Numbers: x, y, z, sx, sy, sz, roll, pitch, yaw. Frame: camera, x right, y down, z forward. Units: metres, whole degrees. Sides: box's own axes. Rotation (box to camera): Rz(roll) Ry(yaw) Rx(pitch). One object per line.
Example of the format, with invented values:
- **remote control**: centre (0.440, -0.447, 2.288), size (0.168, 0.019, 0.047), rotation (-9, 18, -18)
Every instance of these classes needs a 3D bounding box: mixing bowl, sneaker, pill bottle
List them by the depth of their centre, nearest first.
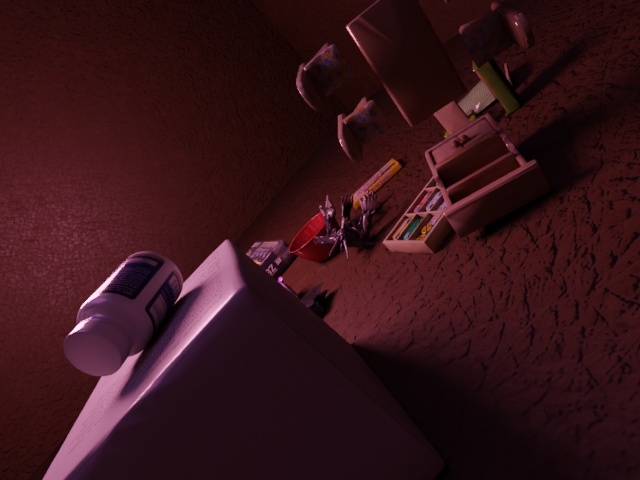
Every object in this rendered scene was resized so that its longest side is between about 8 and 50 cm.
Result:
- **pill bottle**: centre (-0.256, 0.093, 0.569), size (0.094, 0.094, 0.169), rotation (-39, 17, 22)
- **sneaker**: centre (-0.033, 0.176, 1.048), size (0.089, 0.051, 0.170), rotation (-23, 25, 23)
- **mixing bowl**: centre (0.000, 0.000, 1.328), size (0.181, 0.098, 0.181), rotation (-42, 16, 15)

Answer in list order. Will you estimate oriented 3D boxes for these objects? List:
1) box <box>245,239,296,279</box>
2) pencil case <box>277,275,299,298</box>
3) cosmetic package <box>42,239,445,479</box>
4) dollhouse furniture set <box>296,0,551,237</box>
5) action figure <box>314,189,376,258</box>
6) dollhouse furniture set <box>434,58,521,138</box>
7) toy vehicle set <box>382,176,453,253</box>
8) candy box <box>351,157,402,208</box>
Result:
- **box**: centre (-0.279, 0.139, 1.701), size (0.318, 0.097, 0.395), rotation (-52, 17, -15)
- **pencil case**: centre (-0.153, 0.207, 1.232), size (0.206, 0.088, 0.086), rotation (-48, 18, -10)
- **cosmetic package**: centre (-0.117, 0.241, 0.624), size (0.329, 0.327, 0.393), rotation (-47, 15, -3)
- **dollhouse furniture set**: centre (0.208, -0.242, 0.769), size (0.362, 0.394, 0.257), rotation (-31, 29, 21)
- **action figure**: centre (0.076, -0.063, 1.191), size (0.163, 0.141, 0.276), rotation (1, 27, 15)
- **dollhouse furniture set**: centre (0.418, -0.420, 1.201), size (0.197, 0.151, 0.302), rotation (-34, 20, 36)
- **toy vehicle set**: centre (0.268, -0.082, 0.969), size (0.267, 0.035, 0.166), rotation (-51, 17, -16)
- **candy box**: centre (0.185, -0.196, 1.471), size (0.206, 0.027, 0.105), rotation (-43, 13, 11)
